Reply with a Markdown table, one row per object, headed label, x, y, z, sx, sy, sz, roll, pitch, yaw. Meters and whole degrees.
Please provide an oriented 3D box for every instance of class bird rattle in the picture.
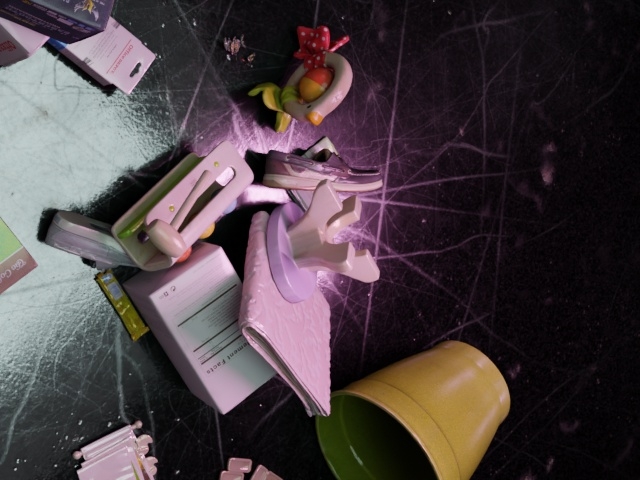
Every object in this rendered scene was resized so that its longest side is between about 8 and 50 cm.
| label | x | y | z | sx | sy | sz | roll | pitch | yaw |
| --- | --- | --- | --- | --- | --- | --- | --- | --- | --- |
| bird rattle | -0.011 | -0.330 | 1.869 | 0.253 | 0.207 | 0.143 | -45 | 134 | -9 |

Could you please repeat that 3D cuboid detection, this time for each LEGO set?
| label | x | y | z | sx | sy | sz | roll | pitch | yaw |
| --- | --- | --- | --- | --- | --- | --- | --- | --- | --- |
| LEGO set | -0.175 | -0.400 | 1.861 | 0.054 | 0.023 | 0.083 | -47 | 129 | -16 |

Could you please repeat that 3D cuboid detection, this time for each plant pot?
| label | x | y | z | sx | sy | sz | roll | pitch | yaw |
| --- | --- | --- | --- | --- | --- | --- | --- | --- | --- |
| plant pot | 0.240 | 0.413 | 2.030 | 0.353 | 0.367 | 0.366 | -31 | 110 | -37 |

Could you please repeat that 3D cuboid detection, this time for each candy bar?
| label | x | y | z | sx | sy | sz | roll | pitch | yaw |
| --- | --- | --- | --- | --- | --- | --- | --- | --- | --- |
| candy bar | -0.397 | 0.129 | 1.782 | 0.040 | 0.018 | 0.161 | -36 | 112 | -23 |

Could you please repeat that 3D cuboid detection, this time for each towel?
| label | x | y | z | sx | sy | sz | roll | pitch | yaw |
| --- | --- | --- | --- | --- | --- | --- | --- | --- | --- |
| towel | -0.068 | 0.150 | 1.815 | 0.053 | 0.331 | 0.317 | -21 | 127 | 17 |
| towel | -0.009 | -0.145 | 1.982 | 0.152 | 0.023 | 0.113 | -43 | 115 | -20 |

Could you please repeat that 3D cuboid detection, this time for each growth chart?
| label | x | y | z | sx | sy | sz | roll | pitch | yaw |
| --- | --- | --- | --- | --- | --- | --- | --- | --- | --- |
| growth chart | -0.410 | 0.498 | 1.812 | 0.172 | 0.021 | 0.237 | -15 | 102 | -29 |

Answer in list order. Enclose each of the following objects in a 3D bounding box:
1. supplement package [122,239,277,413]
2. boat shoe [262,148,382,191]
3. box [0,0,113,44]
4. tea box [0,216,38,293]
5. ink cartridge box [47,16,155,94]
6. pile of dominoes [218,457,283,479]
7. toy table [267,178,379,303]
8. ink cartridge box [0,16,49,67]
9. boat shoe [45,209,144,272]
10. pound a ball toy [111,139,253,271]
| label | x | y | z | sx | sy | sz | roll | pitch | yaw |
| --- | --- | --- | --- | --- | --- | --- | --- | --- | --- |
| supplement package | -0.231 | 0.168 | 1.792 | 0.175 | 0.177 | 0.292 | -36 | 112 | -21 |
| boat shoe | 0.010 | -0.153 | 1.926 | 0.285 | 0.103 | 0.092 | -1 | 98 | -26 |
| box | -0.453 | -0.372 | 1.338 | 0.233 | 0.183 | 0.059 | 19 | 85 | -33 |
| tea box | -0.665 | -0.035 | 1.423 | 0.220 | 0.329 | 0.323 | -42 | 113 | -19 |
| ink cartridge box | -0.419 | -0.368 | 1.692 | 0.180 | 0.060 | 0.104 | 39 | 75 | -28 |
| pile of dominoes | -0.192 | 0.607 | 1.958 | 0.196 | 0.040 | 0.251 | 43 | 65 | -26 |
| toy table | 0.000 | 0.000 | 1.835 | 0.252 | 0.161 | 0.274 | 55 | 23 | -38 |
| ink cartridge box | -0.583 | -0.454 | 1.490 | 0.307 | 0.223 | 0.129 | 48 | 71 | -26 |
| boat shoe | -0.427 | 0.015 | 1.729 | 0.228 | 0.079 | 0.081 | 25 | 106 | -35 |
| pound a ball toy | -0.242 | -0.053 | 1.694 | 0.135 | 0.208 | 0.319 | 55 | 49 | -21 |
